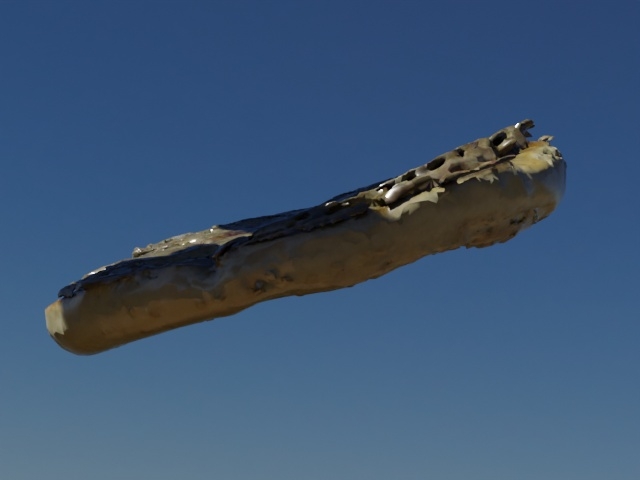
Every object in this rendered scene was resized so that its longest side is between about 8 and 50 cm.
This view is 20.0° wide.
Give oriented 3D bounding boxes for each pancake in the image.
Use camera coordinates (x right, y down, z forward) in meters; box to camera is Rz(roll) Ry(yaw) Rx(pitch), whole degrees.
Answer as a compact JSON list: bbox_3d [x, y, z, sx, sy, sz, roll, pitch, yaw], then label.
[{"bbox_3d":[-0.001,-0.001,1.278,0.382,0.071,0.382,-18,3,1],"label":"pancake"}]
